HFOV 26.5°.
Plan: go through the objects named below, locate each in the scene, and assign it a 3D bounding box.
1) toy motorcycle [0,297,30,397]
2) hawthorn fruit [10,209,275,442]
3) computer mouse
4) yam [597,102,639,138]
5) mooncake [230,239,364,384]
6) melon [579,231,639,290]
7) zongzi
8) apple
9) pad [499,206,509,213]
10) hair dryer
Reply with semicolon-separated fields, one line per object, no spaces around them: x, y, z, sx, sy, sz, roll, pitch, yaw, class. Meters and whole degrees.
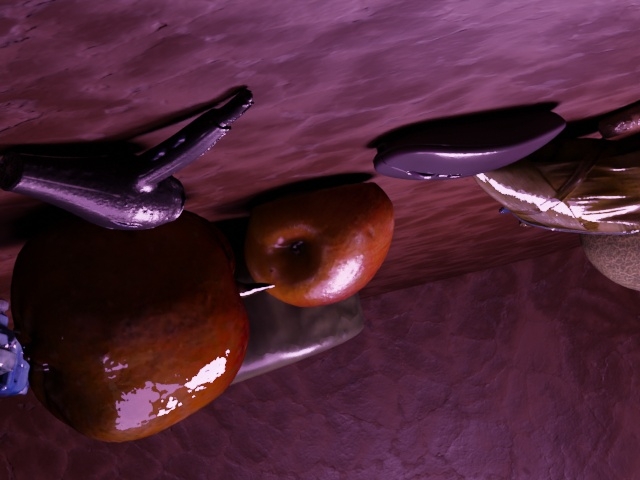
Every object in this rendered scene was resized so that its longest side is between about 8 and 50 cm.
-0.520;0.146;1.932;0.182;0.241;0.319;-53;171;-9;toy motorcycle
-0.197;0.080;1.546;0.300;0.268;0.268;-14;174;-23;hawthorn fruit
0.174;-0.104;1.556;0.232;0.057;0.120;-11;172;-26;computer mouse
0.405;-0.159;1.676;0.032;0.032;0.145;-8;172;-39;yam
-0.118;0.100;1.963;0.356;0.194;0.356;-21;178;-1;mooncake
0.523;-0.039;2.008;0.237;0.237;0.301;-7;176;-45;melon
0.338;-0.078;1.717;0.250;0.125;0.274;-2;173;22;zongzi
0.000;0.000;1.747;0.195;0.160;0.173;-10;-163;23;apple
0.457;-0.096;2.355;0.269;0.012;0.269;-14;173;-2;pad
-0.147;-0.081;1.185;0.219;0.075;0.195;-30;156;31;hair dryer
